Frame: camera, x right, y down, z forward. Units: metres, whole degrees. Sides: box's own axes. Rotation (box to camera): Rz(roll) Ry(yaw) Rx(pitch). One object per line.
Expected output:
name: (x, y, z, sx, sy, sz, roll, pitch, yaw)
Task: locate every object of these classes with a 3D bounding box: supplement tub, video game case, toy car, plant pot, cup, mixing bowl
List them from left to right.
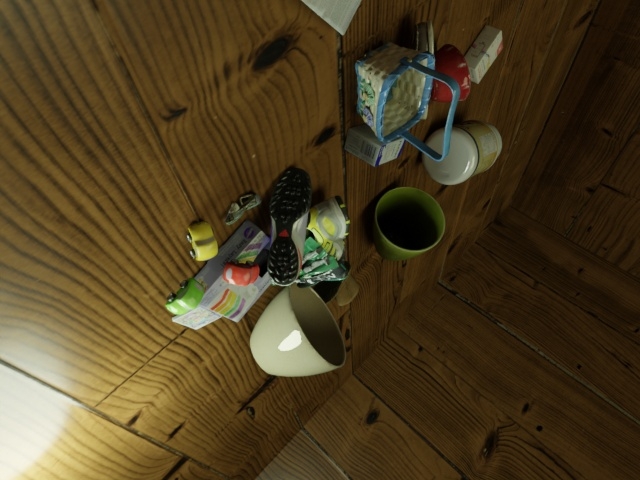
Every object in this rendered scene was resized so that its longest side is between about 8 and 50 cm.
video game case: (-0.342, 0.214, 1.223, 0.087, 0.011, 0.122, -27, 153, 4)
toy car: (-0.280, 0.098, 1.071, 0.225, 0.053, 0.239, -48, 128, -7)
cup: (-0.101, 0.334, 1.516, 0.237, 0.331, 0.331, -32, 157, 15)
plant pot: (0.324, -0.027, 1.795, 0.275, 0.275, 0.293, -42, 167, -21)
mixing bowl: (0.376, -0.508, 1.377, 0.098, 0.181, 0.181, -23, 148, -7)
supplement tub: (0.584, -0.366, 1.787, 0.316, 0.228, 0.228, -25, 143, -43)

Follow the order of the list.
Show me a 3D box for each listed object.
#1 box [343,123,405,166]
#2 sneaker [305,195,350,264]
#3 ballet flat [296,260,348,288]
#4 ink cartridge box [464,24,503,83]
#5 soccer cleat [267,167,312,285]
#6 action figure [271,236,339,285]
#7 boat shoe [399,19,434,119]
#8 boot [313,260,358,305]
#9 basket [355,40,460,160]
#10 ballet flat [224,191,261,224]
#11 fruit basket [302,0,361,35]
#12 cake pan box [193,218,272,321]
box: (0.164, -0.293, 1.319, 0.137, 0.126, 0.072, -27, 143, -40)
sneaker: (0.000, 0.000, 1.450, 0.147, 0.145, 0.384, -14, 144, -11)
ballet flat: (-0.004, 0.105, 1.439, 0.203, 0.074, 0.074, -15, 174, 33)
ink cartridge box: (0.576, -0.657, 1.596, 0.198, 0.067, 0.115, -56, 154, 8)
soccer cleat: (-0.085, -0.036, 1.198, 0.116, 0.109, 0.318, 67, 29, -86)
action figure: (-0.074, 0.090, 1.394, 0.232, 0.137, 0.063, -30, -159, 33)
boat shoe: (0.273, -0.484, 1.279, 0.324, 0.097, 0.116, 75, 21, -61)
boot: (0.072, 0.225, 1.856, 0.236, 0.089, 0.269, -46, 154, -13)
basket: (0.230, -0.361, 1.154, 0.201, 0.289, 0.254, -42, 151, -20)
ballet flat: (-0.200, -0.086, 1.099, 0.114, 0.041, 0.041, -40, 151, -24)
fruit basket: (0.045, -0.584, 0.790, 0.327, 0.165, 0.353, -62, 168, 19)
cake pan box: (-0.220, 0.091, 1.245, 0.267, 0.070, 0.245, -49, 156, -8)
